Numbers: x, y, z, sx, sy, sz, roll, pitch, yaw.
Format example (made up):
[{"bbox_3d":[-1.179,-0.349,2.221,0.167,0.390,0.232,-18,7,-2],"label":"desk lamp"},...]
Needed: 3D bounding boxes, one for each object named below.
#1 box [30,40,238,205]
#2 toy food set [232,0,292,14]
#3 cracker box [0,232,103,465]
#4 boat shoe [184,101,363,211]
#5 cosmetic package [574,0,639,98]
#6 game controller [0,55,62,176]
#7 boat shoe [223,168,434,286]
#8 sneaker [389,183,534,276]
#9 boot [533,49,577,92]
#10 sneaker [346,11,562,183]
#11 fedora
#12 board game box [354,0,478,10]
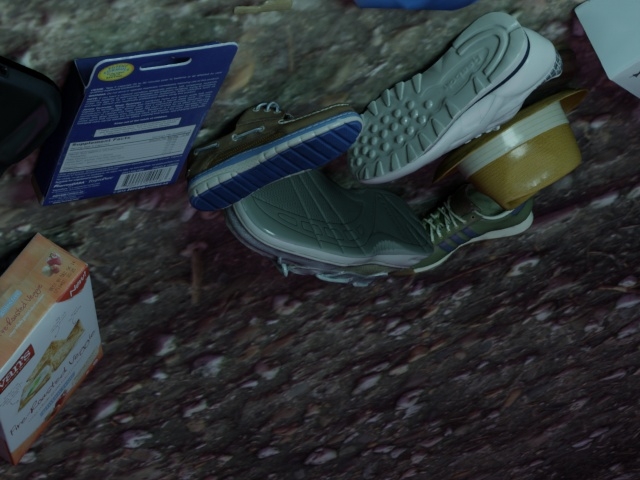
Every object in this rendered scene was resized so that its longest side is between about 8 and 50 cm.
[{"bbox_3d":[-0.165,-0.112,1.640,0.136,0.036,0.225,-11,155,-27],"label":"box"},{"bbox_3d":[-0.034,-0.236,1.523,0.078,0.019,0.122,-9,145,-30],"label":"toy food set"},{"bbox_3d":[-0.294,0.113,1.870,0.155,0.067,0.232,-53,166,-22],"label":"cracker box"},{"bbox_3d":[-0.049,-0.094,1.744,0.183,0.066,0.066,-23,155,14],"label":"boat shoe"},{"bbox_3d":[0.464,-0.227,1.899,0.284,0.097,0.377,-31,156,24],"label":"cosmetic package"},{"bbox_3d":[-0.344,-0.104,1.486,0.166,0.067,0.319,-46,151,14],"label":"game controller"},{"bbox_3d":[-0.001,-0.002,1.928,0.103,0.118,0.320,-39,159,24],"label":"boat shoe"},{"bbox_3d":[0.150,-0.027,2.081,0.192,0.064,0.086,-19,149,-11],"label":"sneaker"},{"bbox_3d":[0.205,-0.150,1.902,0.114,0.037,0.106,-20,159,-19],"label":"boot"},{"bbox_3d":[0.128,-0.122,1.810,0.235,0.090,0.095,-34,149,26],"label":"sneaker"},{"bbox_3d":[0.209,-0.084,1.928,0.194,0.079,0.194,-30,174,-3],"label":"fedora"},{"bbox_3d":[0.102,-0.248,1.604,0.169,0.033,0.133,-2,154,-29],"label":"board game box"}]
